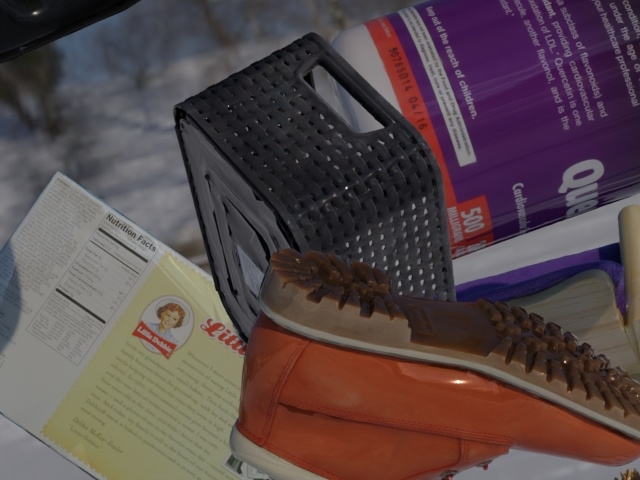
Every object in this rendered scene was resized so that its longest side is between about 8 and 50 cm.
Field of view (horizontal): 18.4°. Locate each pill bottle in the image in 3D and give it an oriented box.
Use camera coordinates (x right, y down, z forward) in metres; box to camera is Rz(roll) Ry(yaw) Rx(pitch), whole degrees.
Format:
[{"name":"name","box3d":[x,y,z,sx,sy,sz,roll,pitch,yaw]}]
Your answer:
[{"name":"pill bottle","box3d":[0.177,-0.110,1.403,0.323,0.181,0.181,-19,-2,0]}]

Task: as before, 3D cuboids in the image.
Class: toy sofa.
[{"name":"toy sofa","box3d":[0.132,0.077,1.798,0.362,0.177,0.150,-15,39,18]}]

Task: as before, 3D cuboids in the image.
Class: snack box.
[{"name":"snack box","box3d":[-0.130,0.111,1.581,0.187,0.322,0.060,-55,-2,-5]}]

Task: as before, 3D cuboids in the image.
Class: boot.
[{"name":"boot","box3d":[0.045,0.064,0.713,0.158,0.085,0.059,16,18,-7]}]

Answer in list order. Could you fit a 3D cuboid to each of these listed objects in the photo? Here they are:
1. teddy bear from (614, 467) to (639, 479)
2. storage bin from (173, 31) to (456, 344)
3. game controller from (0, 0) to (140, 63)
[{"name":"teddy bear","box3d":[0.336,0.334,1.766,0.113,0.338,0.245,28,-68,-41]},{"name":"storage bin","box3d":[0.000,0.000,1.014,0.084,0.122,0.180,-30,-38,-17]},{"name":"game controller","box3d":[-0.217,-0.242,1.242,0.166,0.319,0.067,-20,-33,-16]}]
